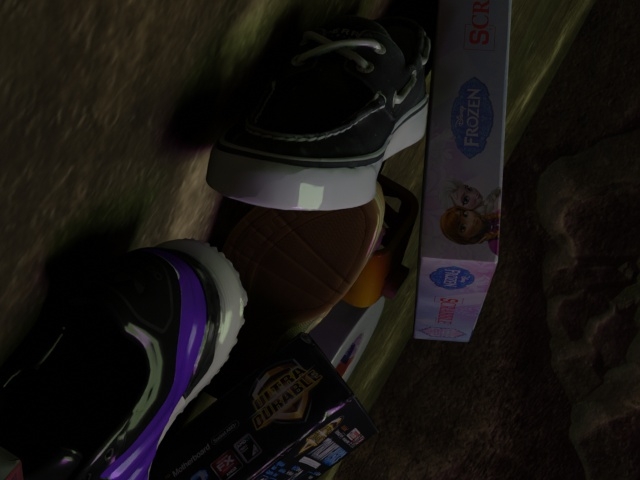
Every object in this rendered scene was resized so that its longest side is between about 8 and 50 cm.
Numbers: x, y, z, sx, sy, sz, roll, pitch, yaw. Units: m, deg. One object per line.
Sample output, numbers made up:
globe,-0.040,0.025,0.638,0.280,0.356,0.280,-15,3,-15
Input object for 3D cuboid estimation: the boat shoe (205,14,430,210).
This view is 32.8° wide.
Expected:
boat shoe,0.013,-0.100,0.735,0.301,0.108,0.102,-37,138,-61

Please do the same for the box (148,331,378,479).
box,-0.091,0.213,0.911,0.293,0.073,0.295,-39,165,-4

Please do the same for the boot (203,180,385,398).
boot,0.000,0.000,0.894,0.203,0.095,0.262,-46,172,-49

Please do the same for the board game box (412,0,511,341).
board game box,0.133,-0.089,1.044,0.318,0.065,0.319,77,18,-74

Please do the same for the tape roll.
tape roll,-0.006,0.145,1.332,0.219,0.072,0.219,-56,167,-20

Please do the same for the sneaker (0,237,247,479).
sneaker,-0.155,0.134,0.636,0.293,0.102,0.146,-67,163,12

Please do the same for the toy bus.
toy bus,0.040,0.016,1.129,0.191,0.104,0.202,-63,168,18

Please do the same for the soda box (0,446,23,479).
soda box,-0.198,0.172,0.528,0.083,0.092,0.263,-53,166,-37
